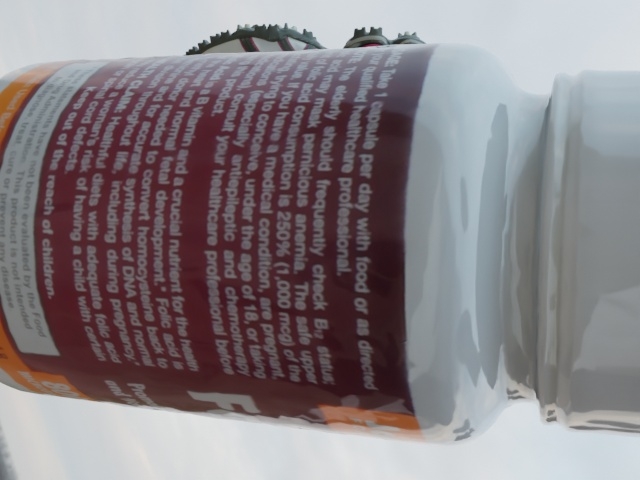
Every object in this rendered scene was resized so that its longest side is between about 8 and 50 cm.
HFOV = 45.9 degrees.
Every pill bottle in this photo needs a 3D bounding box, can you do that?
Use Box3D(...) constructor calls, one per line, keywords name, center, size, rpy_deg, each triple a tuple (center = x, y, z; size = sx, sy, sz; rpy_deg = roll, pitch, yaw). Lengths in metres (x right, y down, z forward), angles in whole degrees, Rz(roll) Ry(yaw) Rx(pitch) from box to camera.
Box3D(name="pill bottle", center=(0.000, 0.000, 0.452), size=(0.392, 0.224, 0.224), rpy_deg=(3, -65, 19))

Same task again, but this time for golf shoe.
Box3D(name="golf shoe", center=(-0.017, -0.162, 0.808), size=(0.105, 0.273, 0.120), rpy_deg=(52, 41, -80))
